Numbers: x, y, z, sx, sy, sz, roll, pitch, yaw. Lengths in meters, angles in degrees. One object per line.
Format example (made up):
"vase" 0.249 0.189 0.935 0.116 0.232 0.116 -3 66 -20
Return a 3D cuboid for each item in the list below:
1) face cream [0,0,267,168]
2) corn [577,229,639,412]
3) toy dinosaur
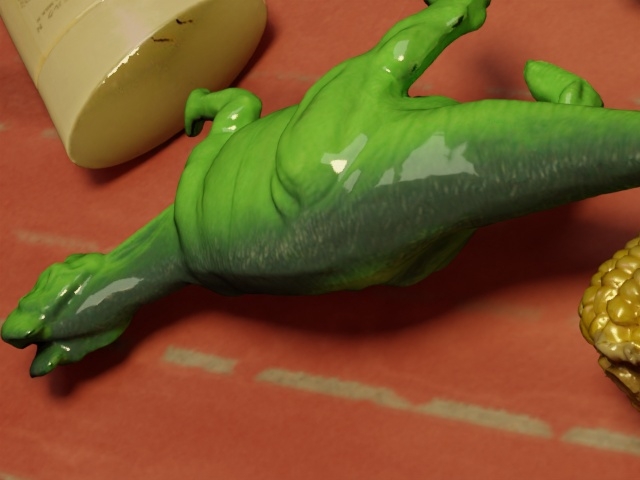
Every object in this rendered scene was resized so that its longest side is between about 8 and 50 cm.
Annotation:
"face cream" -0.156 -0.196 1.274 0.173 0.081 0.348 -33 42 0
"corn" 0.238 -0.029 0.869 0.101 0.101 0.291 23 65 42
"toy dinosaur" 0.000 0.000 0.895 0.374 0.144 0.500 -35 20 -2
